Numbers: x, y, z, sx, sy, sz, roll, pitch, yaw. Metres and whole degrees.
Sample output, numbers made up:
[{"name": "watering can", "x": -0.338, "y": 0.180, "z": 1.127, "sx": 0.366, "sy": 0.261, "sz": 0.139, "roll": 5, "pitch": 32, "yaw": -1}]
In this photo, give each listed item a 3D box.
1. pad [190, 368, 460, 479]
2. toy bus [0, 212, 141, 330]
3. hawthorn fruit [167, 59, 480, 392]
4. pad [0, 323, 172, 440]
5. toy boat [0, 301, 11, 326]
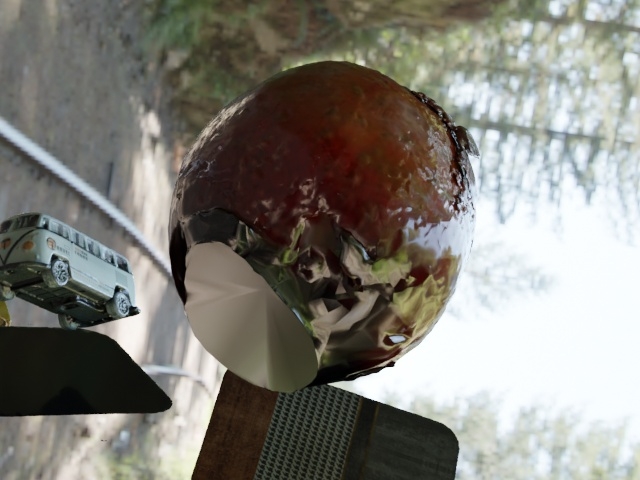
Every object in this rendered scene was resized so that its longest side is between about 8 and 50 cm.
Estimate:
[{"name": "pad", "x": 0.033, "y": 0.141, "z": 1.142, "sx": 0.055, "sy": 0.250, "sz": 0.323, "roll": 115, "pitch": -7, "yaw": -72}, {"name": "toy bus", "x": -0.278, "y": 0.033, "z": 1.236, "sx": 0.194, "sy": 0.087, "sz": 0.089, "roll": 37, "pitch": 43, "yaw": -57}, {"name": "hawthorn fruit", "x": -0.002, "y": -0.013, "z": 1.038, "sx": 0.316, "sy": 0.316, "sz": 0.315, "roll": -172, "pitch": -90, "yaw": -87}, {"name": "pad", "x": -0.386, "y": 0.151, "z": 1.270, "sx": 0.315, "sy": 0.376, "sz": 0.063, "roll": 34, "pitch": -66, "yaw": 54}, {"name": "toy boat", "x": -0.523, "y": 0.086, "z": 1.521, "sx": 0.068, "sy": 0.226, "sz": 0.088, "roll": 120, "pitch": -18, "yaw": -48}]
